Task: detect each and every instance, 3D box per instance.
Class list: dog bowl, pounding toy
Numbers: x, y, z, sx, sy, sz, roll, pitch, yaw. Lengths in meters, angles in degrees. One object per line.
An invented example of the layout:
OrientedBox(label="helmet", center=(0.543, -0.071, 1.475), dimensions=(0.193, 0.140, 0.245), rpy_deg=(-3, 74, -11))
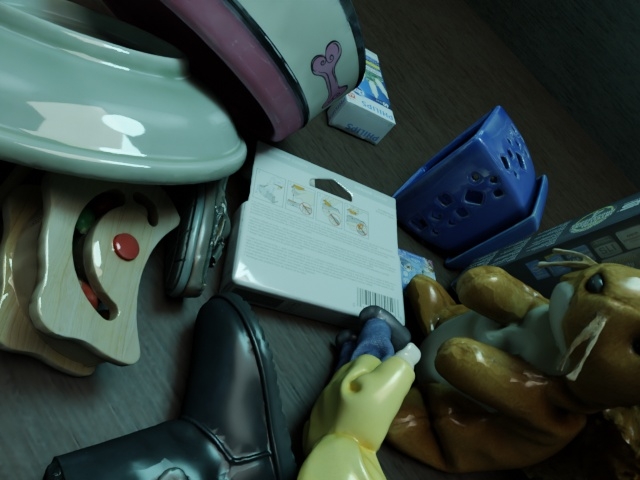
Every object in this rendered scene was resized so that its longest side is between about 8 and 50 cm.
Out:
OrientedBox(label="dog bowl", center=(-0.142, -0.303, 0.585), dimensions=(0.408, 0.408, 0.150), rpy_deg=(38, 85, -6))
OrientedBox(label="pounding toy", center=(-0.263, 0.009, 0.456), dimensions=(0.154, 0.155, 0.269), rpy_deg=(29, 48, -57))

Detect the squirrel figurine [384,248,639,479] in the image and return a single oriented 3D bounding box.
OrientedBox(label="squirrel figurine", center=(0.331, 0.178, 0.539), dimensions=(0.397, 0.370, 0.281), rpy_deg=(40, 47, -9))

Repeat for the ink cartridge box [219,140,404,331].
OrientedBox(label="ink cartridge box", center=(0.000, 0.000, 0.646), dimensions=(0.275, 0.060, 0.239), rpy_deg=(19, 54, -25))

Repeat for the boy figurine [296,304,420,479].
OrientedBox(label="boy figurine", center=(0.046, 0.182, 0.459), dimensions=(0.092, 0.177, 0.285), rpy_deg=(37, 24, -6))

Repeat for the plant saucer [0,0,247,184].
OrientedBox(label="plant saucer", center=(-0.266, -0.196, 0.473), dimensions=(0.400, 0.100, 0.400), rpy_deg=(20, 25, -9))

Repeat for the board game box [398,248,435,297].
OrientedBox(label="board game box", center=(0.172, 0.065, 0.768), dimensions=(0.090, 0.020, 0.090), rpy_deg=(19, 50, -25))

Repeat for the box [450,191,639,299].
OrientedBox(label="box", center=(0.438, 0.116, 0.622), dimensions=(0.097, 0.395, 0.318), rpy_deg=(-36, 89, -32))

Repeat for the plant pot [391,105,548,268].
OrientedBox(label="plant pot", center=(0.309, -0.094, 0.846), dimensions=(0.212, 0.236, 0.236), rpy_deg=(49, 43, -3))

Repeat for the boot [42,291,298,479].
OrientedBox(label="boot", center=(-0.141, 0.175, 0.398), dimensions=(0.207, 0.094, 0.246), rpy_deg=(-2, 66, -42))

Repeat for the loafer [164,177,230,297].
OrientedBox(label="loafer", center=(-0.148, -0.042, 0.565), dimensions=(0.084, 0.096, 0.267), rpy_deg=(19, 46, -32))

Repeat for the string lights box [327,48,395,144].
OrientedBox(label="string lights box", center=(0.080, -0.356, 0.980), dimensions=(0.133, 0.077, 0.260), rpy_deg=(15, 51, -29))

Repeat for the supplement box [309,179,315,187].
OrientedBox(label="supplement box", center=(-0.043, -0.075, 0.704), dimensions=(0.062, 0.036, 0.098), rpy_deg=(17, 50, -25))
